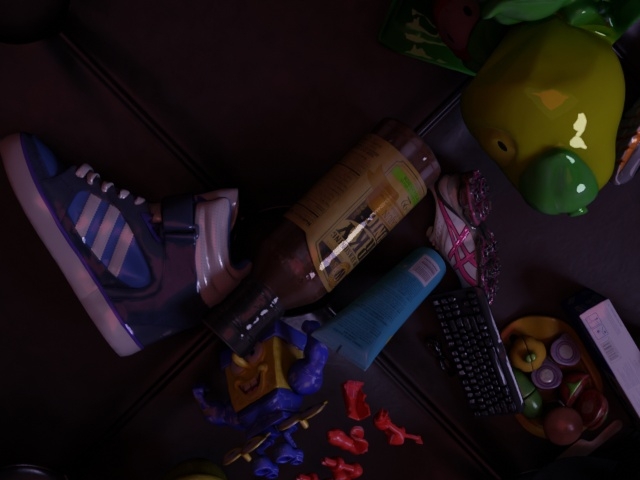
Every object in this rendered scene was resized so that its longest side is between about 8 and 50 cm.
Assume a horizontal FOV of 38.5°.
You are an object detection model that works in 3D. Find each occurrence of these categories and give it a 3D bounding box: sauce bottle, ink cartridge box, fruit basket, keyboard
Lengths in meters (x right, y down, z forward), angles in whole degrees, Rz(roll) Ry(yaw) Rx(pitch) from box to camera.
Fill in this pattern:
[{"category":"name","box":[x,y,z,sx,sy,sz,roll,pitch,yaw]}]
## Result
[{"category":"sauce bottle","box":[0.000,0.000,1.130,0.111,0.111,0.344,45,82,-4]},{"category":"ink cartridge box","box":[0.391,0.164,1.184,0.046,0.097,0.207,-31,94,4]},{"category":"fruit basket","box":[0.213,-0.221,1.014,0.282,0.392,0.392,16,95,-2]},{"category":"keyboard","box":[0.190,0.149,1.194,0.108,0.023,0.180,-13,102,38]}]

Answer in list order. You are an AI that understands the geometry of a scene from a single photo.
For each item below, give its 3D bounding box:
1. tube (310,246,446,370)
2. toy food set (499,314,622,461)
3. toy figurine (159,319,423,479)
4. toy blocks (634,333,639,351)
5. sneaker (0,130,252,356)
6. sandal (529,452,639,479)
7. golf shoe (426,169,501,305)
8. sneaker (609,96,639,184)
[{"category":"tube","box":[0.082,0.080,1.135,0.080,0.207,0.052,27,135,26]},{"category":"toy food set","box":[0.313,0.202,1.201,0.128,0.071,0.218,-32,95,3]},{"category":"toy figurine","box":[-0.066,0.210,1.182,0.191,0.217,0.362,25,131,-39]},{"category":"toy blocks","box":[0.602,0.114,1.100,0.309,0.260,0.289,29,94,-3]},{"category":"sneaker","box":[-0.227,-0.038,1.159,0.236,0.130,0.323,-31,91,-6]},{"category":"sandal","box":[0.451,0.320,1.116,0.445,0.168,0.107,8,123,-15]},{"category":"golf shoe","box":[0.184,0.002,1.193,0.086,0.067,0.186,-5,100,31]},{"category":"sneaker","box":[0.442,-0.156,1.165,0.083,0.084,0.215,34,93,-8]}]
